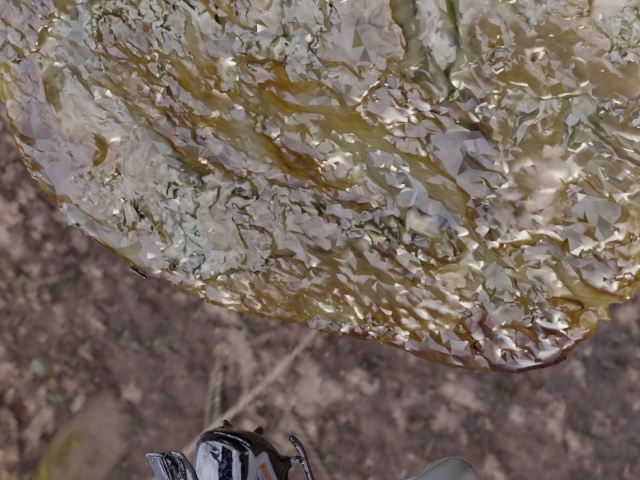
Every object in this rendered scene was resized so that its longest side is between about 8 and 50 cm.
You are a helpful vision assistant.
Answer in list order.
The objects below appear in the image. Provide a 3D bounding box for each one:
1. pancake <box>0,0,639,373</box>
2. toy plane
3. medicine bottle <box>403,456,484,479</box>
[{"bbox_3d":[0.001,-0.070,0.669,0.356,0.065,0.356,19,139,17],"label":"pancake"},{"bbox_3d":[-0.037,0.169,0.791,0.053,0.078,0.197,7,128,32],"label":"toy plane"},{"bbox_3d":[0.101,0.246,0.484,0.110,0.110,0.352,-41,80,41],"label":"medicine bottle"}]
